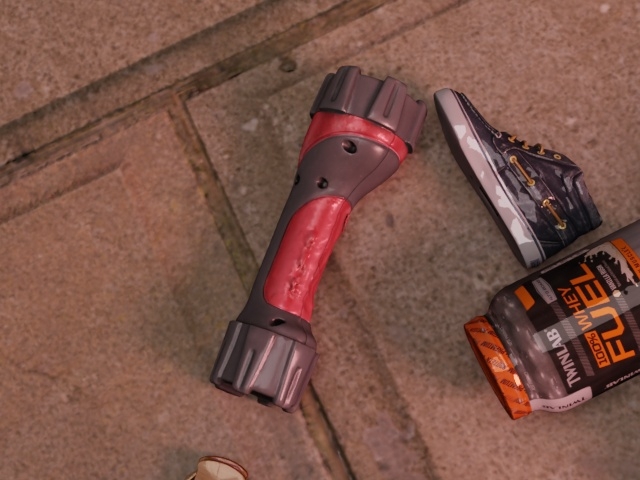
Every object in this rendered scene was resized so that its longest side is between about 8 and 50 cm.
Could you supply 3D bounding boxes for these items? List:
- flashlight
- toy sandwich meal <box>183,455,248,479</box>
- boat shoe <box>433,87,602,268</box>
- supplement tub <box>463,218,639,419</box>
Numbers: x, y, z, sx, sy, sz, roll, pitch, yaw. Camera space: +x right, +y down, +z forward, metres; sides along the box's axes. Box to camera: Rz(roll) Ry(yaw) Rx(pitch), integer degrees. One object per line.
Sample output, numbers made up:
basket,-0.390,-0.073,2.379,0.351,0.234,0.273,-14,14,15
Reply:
flashlight,0.000,0.000,1.026,0.103,0.103,0.304,18,78,9
toy sandwich meal,-0.093,0.233,1.014,0.086,0.029,0.085,-2,75,7
boat shoe,0.177,-0.070,1.043,0.083,0.065,0.183,-29,81,-2
supplement tub,0.225,0.069,0.970,0.190,0.117,0.117,-28,74,0
